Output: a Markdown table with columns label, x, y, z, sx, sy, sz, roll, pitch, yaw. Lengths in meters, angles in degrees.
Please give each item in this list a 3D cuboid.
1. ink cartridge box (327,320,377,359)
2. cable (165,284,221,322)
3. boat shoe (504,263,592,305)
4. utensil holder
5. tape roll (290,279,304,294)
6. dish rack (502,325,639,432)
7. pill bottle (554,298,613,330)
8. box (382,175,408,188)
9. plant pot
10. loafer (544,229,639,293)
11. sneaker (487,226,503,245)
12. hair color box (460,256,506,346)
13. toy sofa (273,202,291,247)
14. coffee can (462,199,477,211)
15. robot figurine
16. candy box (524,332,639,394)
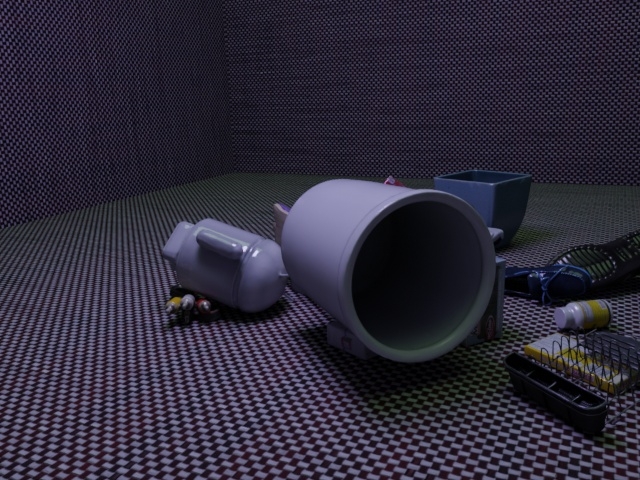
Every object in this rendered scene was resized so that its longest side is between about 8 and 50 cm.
| label | x | y | z | sx | sy | sz | roll | pitch | yaw |
| --- | --- | --- | --- | --- | --- | --- | --- | --- | --- |
| ink cartridge box | 0.087 | 0.212 | 1.300 | 0.088 | 0.052 | 0.122 | -14 | 20 | -40 |
| cable | -0.338 | 0.151 | 1.558 | 0.139 | 0.072 | 0.287 | 0 | 13 | -14 |
| boat shoe | 0.569 | 0.123 | 1.532 | 0.089 | 0.109 | 0.258 | -24 | 9 | -40 |
| utensil holder | 0.116 | 0.038 | 1.243 | 0.327 | 0.328 | 0.385 | -8 | 13 | -22 |
| tape roll | 0.020 | 0.095 | 1.725 | 0.219 | 0.073 | 0.219 | -3 | 14 | 1 |
| dish rack | 0.498 | 0.228 | 1.061 | 0.271 | 0.074 | 0.208 | -23 | 23 | -21 |
| pill bottle | 0.605 | 0.173 | 1.353 | 0.116 | 0.065 | 0.065 | -4 | 15 | -10 |
| box | 0.188 | -0.063 | 1.879 | 0.122 | 0.257 | 0.128 | 37 | -9 | 3 |
| plant pot | 0.564 | -0.102 | 2.052 | 0.247 | 0.253 | 0.247 | -15 | 20 | -40 |
| loafer | 0.779 | 0.086 | 1.616 | 0.365 | 0.130 | 0.134 | -13 | 50 | -9 |
| sneaker | 0.400 | 0.062 | 1.622 | 0.268 | 0.153 | 0.101 | -20 | 21 | -25 |
| hair color box | 0.275 | 0.100 | 1.440 | 0.113 | 0.186 | 0.374 | -9 | 16 | -27 |
| toy sofa | 0.000 | 0.000 | 1.602 | 0.150 | 0.177 | 0.362 | -9 | 15 | -23 |
| coffee can | 0.362 | -0.017 | 1.824 | 0.201 | 0.202 | 0.275 | 7 | 15 | 33 |
| robot figurine | -0.233 | 0.067 | 1.539 | 0.353 | 0.200 | 0.300 | 19 | -20 | 15 |
| candy box | 0.524 | 0.241 | 1.174 | 0.105 | 0.027 | 0.205 | -10 | 17 | -29 |
